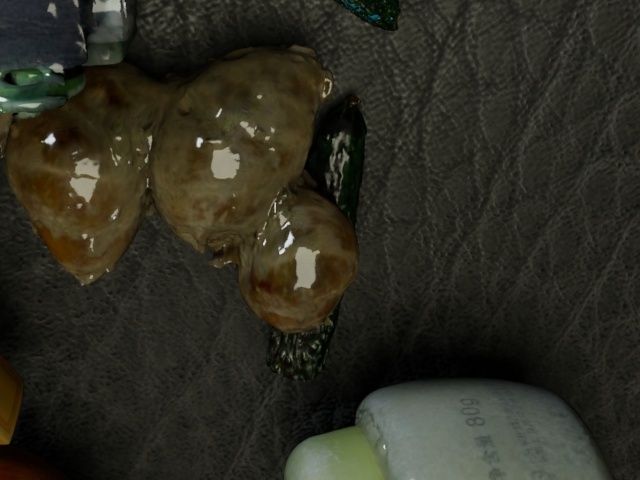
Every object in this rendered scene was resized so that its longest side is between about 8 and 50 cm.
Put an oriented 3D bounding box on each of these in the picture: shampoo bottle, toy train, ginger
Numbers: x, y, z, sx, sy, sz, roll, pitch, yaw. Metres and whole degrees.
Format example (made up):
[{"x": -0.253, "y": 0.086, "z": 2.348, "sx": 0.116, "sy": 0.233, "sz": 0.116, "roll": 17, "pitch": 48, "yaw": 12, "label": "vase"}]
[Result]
[{"x": 0.136, "y": 0.293, "z": 1.119, "sx": 0.317, "sy": 0.322, "sz": 0.323, "roll": -15, "pitch": 114, "yaw": -6, "label": "shampoo bottle"}, {"x": -0.295, "y": -0.201, "z": 0.905, "sx": 0.307, "sy": 0.249, "sz": 0.174, "roll": -4, "pitch": 116, "yaw": -1, "label": "toy train"}, {"x": -0.139, "y": -0.068, "z": 1.011, "sx": 0.375, "sy": 0.176, "sz": 0.256, "roll": 11, "pitch": 93, "yaw": 0, "label": "ginger"}]

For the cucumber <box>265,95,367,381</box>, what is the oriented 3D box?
[{"x": 0.000, "y": 0.000, "z": 1.119, "sx": 0.067, "sy": 0.067, "sz": 0.294, "roll": 8, "pitch": 113, "yaw": -8, "label": "cucumber"}]

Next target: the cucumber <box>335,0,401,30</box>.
[{"x": -0.025, "y": -0.267, "z": 1.009, "sx": 0.256, "sy": 0.044, "sz": 0.043, "roll": 35, "pitch": 118, "yaw": -19, "label": "cucumber"}]

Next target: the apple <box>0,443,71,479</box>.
[{"x": -0.343, "y": 0.355, "z": 1.143, "sx": 0.301, "sy": 0.301, "sz": 0.302, "roll": -2, "pitch": 114, "yaw": -4, "label": "apple"}]

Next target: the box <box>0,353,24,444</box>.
[{"x": -0.438, "y": 0.127, "z": 1.047, "sx": 0.274, "sy": 0.076, "sz": 0.174, "roll": -5, "pitch": 145, "yaw": 12, "label": "box"}]
